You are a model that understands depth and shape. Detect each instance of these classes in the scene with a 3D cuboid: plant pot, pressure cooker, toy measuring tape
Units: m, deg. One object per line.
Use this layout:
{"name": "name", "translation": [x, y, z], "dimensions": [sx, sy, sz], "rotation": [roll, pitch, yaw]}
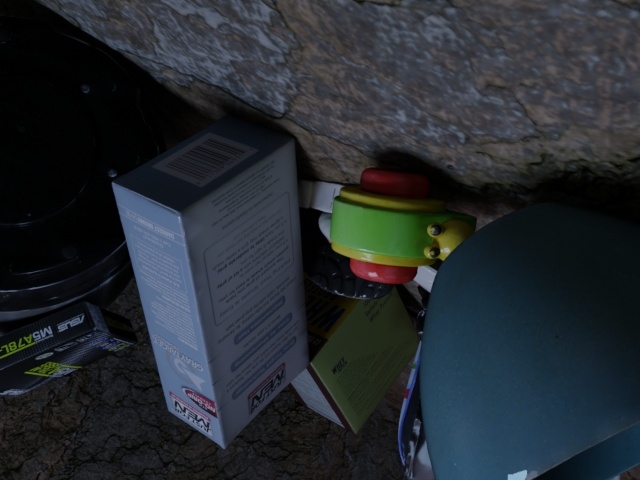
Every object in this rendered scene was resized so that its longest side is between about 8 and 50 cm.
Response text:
{"name": "plant pot", "translation": [0.197, 0.084, 0.597], "dimensions": [0.195, 0.290, 0.290], "rotation": [65, -175, 29]}
{"name": "pressure cooker", "translation": [-0.409, -0.045, 0.991], "dimensions": [0.375, 0.370, 0.420], "rotation": [60, 157, 4]}
{"name": "toy measuring tape", "translation": [0.032, -0.029, 0.779], "dimensions": [0.121, 0.121, 0.330], "rotation": [40, 169, -35]}

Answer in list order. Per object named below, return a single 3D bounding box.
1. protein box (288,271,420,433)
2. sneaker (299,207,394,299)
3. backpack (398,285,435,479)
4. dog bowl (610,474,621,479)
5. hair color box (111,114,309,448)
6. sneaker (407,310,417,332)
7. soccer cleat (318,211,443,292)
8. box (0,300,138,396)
{"name": "protein box", "translation": [0.033, 0.161, 1.196], "dimensions": [0.136, 0.200, 0.201], "rotation": [18, 148, 42]}
{"name": "sneaker", "translation": [0.000, 0.000, 1.043], "dimensions": [0.283, 0.107, 0.124], "rotation": [27, -178, 28]}
{"name": "backpack", "translation": [0.228, 0.216, 0.939], "dimensions": [0.276, 0.263, 0.213], "rotation": [24, -179, 26]}
{"name": "dog bowl", "translation": [0.369, 0.389, 1.265], "dimensions": [0.265, 0.265, 0.104], "rotation": [29, 169, 5]}
{"name": "hair color box", "translation": [-0.118, 0.058, 0.910], "dimensions": [0.114, 0.185, 0.374], "rotation": [23, 134, 30]}
{"name": "sneaker", "translation": [0.179, 0.162, 1.315], "dimensions": [0.134, 0.051, 0.070], "rotation": [41, 154, -31]}
{"name": "soccer cleat", "translation": [0.087, -0.001, 0.893], "dimensions": [0.196, 0.068, 0.076], "rotation": [28, 147, 16]}
{"name": "box", "translation": [-0.343, 0.141, 0.918], "dimensions": [0.045, 0.184, 0.190], "rotation": [63, 175, 12]}
